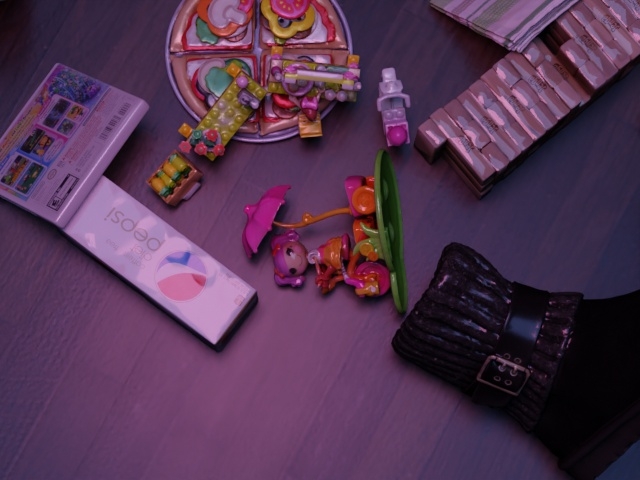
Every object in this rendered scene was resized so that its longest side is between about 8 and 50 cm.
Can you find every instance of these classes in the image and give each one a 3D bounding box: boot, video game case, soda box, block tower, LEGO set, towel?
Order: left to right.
[{"bbox_3d":[-0.270,-0.101,1.814,0.143,0.019,0.157,25,75,38],"label":"video game case"},{"bbox_3d":[-0.169,0.021,1.806,0.216,0.069,0.074,37,81,5],"label":"soda box"},{"bbox_3d":[-0.051,-0.125,1.792,0.287,0.107,0.132,-16,102,-1],"label":"LEGO set"},{"bbox_3d":[0.198,-0.257,1.842,0.113,0.023,0.152,-40,38,-11],"label":"towel"},{"bbox_3d":[0.233,0.072,1.685,0.260,0.348,0.131,39,43,4],"label":"boot"},{"bbox_3d":[0.255,-0.179,1.838,0.335,0.091,0.097,-38,81,-7],"label":"block tower"}]

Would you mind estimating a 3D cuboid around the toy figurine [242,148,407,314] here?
[{"bbox_3d":[0.000,0.000,1.808,0.159,0.130,0.173,-7,104,12],"label":"toy figurine"}]

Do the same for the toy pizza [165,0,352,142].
[{"bbox_3d":[-0.066,-0.204,1.868,0.201,0.032,0.201,0,79,-1],"label":"toy pizza"}]
